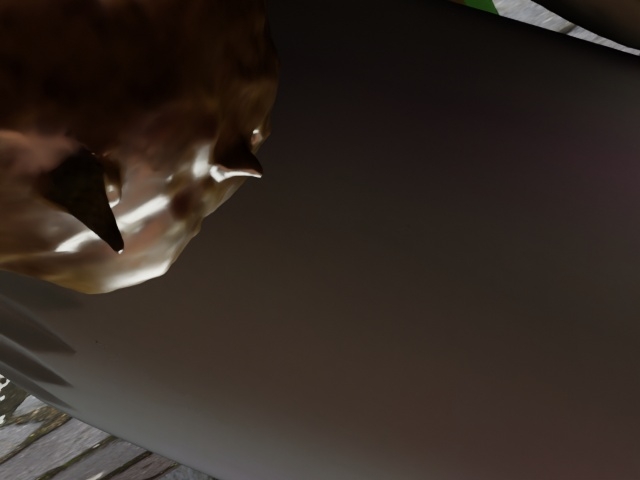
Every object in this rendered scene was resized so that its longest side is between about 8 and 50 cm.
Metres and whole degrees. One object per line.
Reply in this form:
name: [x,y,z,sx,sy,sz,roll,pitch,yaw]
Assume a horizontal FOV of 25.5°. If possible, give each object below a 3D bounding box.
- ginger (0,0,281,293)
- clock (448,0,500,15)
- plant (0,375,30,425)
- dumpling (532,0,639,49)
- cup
ginger: [-0.095,-0.125,0.375,0.176,0.254,0.418,-22,161,-10]
clock: [0.040,-0.077,0.928,0.106,0.219,0.255,-26,175,-15]
plant: [-0.337,0.113,0.964,0.275,0.149,0.146,-32,152,-2]
dumpling: [0.123,-0.172,0.614,0.260,0.341,0.181,7,136,-9]
cup: [0.000,0.000,0.665,0.253,0.372,0.253,18,90,-87]
